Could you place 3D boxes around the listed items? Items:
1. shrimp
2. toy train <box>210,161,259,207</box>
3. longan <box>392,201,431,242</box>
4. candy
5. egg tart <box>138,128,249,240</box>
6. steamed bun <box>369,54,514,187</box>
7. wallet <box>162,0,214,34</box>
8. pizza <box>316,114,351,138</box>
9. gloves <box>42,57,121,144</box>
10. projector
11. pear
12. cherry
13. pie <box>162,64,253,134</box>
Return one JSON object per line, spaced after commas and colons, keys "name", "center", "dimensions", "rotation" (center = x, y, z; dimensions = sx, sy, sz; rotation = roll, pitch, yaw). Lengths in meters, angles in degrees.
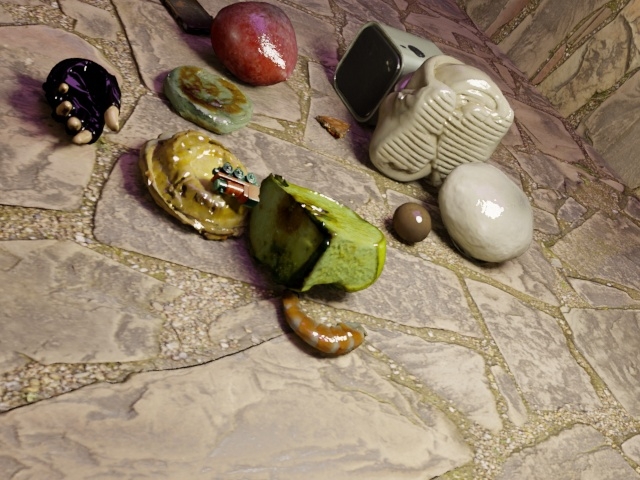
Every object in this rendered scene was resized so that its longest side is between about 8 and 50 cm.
{"name": "shrimp", "center": [0.000, 0.150, 1.503], "dimensions": [0.161, 0.049, 0.166], "rotation": [-2, 39, -43]}
{"name": "toy train", "center": [-0.166, -0.108, 1.534], "dimensions": [0.103, 0.044, 0.064], "rotation": [20, 55, -32]}
{"name": "longan", "center": [0.226, -0.042, 1.931], "dimensions": [0.113, 0.092, 0.113], "rotation": [43, 7, -7]}
{"name": "candy", "center": [0.443, -0.080, 2.055], "dimensions": [0.295, 0.185, 0.295], "rotation": [20, 57, -34]}
{"name": "egg tart", "center": [-0.235, -0.127, 1.590], "dimensions": [0.279, 0.095, 0.279], "rotation": [27, 35, -21]}
{"name": "steamed bun", "center": [0.318, -0.337, 2.139], "dimensions": [0.342, 0.368, 0.255], "rotation": [22, 40, -29]}
{"name": "wallet", "center": [-0.380, -0.652, 2.225], "dimensions": [0.122, 0.031, 0.232], "rotation": [-7, 49, -43]}
{"name": "pizza", "center": [0.032, -0.317, 2.178], "dimensions": [0.099, 0.029, 0.100], "rotation": [27, 29, 1]}
{"name": "gloves", "center": [-0.467, -0.262, 1.535], "dimensions": [0.164, 0.124, 0.203], "rotation": [8, 58, -6]}
{"name": "projector", "center": [0.225, -0.481, 2.367], "dimensions": [0.249, 0.248, 0.249], "rotation": [6, 41, -39]}
{"name": "pear", "center": [0.000, 0.000, 1.595], "dimensions": [0.255, 0.164, 0.238], "rotation": [11, 26, -47]}
{"name": "cherry", "center": [-0.172, -0.511, 2.090], "dimensions": [0.239, 0.206, 0.239], "rotation": [22, 62, -50]}
{"name": "pie", "center": [-0.265, -0.339, 1.892], "dimensions": [0.240, 0.054, 0.240], "rotation": [23, 33, -16]}
